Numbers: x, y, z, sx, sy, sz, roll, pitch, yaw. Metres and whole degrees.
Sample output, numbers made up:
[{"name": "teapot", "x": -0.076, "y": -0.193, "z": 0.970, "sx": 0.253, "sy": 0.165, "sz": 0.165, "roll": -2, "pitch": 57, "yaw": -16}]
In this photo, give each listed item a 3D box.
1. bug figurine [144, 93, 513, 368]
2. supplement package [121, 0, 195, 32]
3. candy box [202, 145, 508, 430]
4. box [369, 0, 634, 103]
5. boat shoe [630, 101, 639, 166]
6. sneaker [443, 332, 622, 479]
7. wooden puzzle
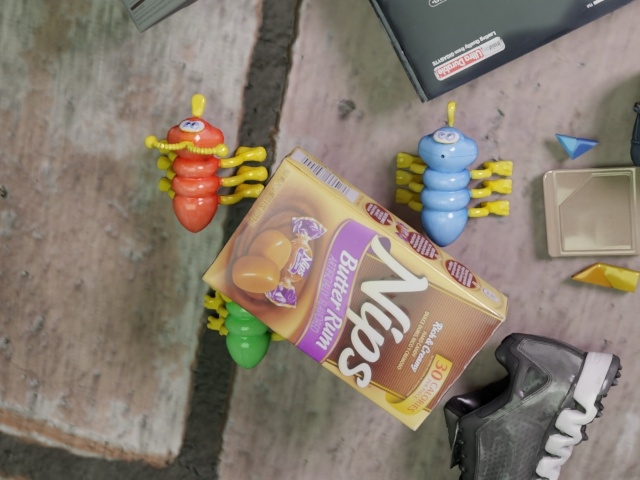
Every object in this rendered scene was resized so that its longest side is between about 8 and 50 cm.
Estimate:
[{"name": "bug figurine", "x": 0.000, "y": 0.000, "z": 0.984, "sx": 0.279, "sy": 0.072, "sz": 0.216, "roll": 3, "pitch": 111, "yaw": 14}, {"name": "supplement package", "x": -0.110, "y": -0.281, "z": 0.847, "sx": 0.134, "sy": 0.139, "sz": 0.244, "roll": -34, "pitch": 101, "yaw": -19}, {"name": "candy box", "x": 0.025, "y": 0.033, "z": 0.921, "sx": 0.187, "sy": 0.053, "sz": 0.109, "roll": 35, "pitch": 109, "yaw": -1}, {"name": "box", "x": 0.127, "y": -0.217, "z": 0.877, "sx": 0.220, "sy": 0.051, "sz": 0.175, "roll": -24, "pitch": 101, "yaw": 22}, {"name": "boat shoe", "x": 0.330, "y": -0.059, "z": 0.855, "sx": 0.254, "sy": 0.095, "sz": 0.079, "roll": 10, "pitch": 111, "yaw": 13}, {"name": "sneaker", "x": 0.135, "y": 0.167, "z": 1.009, "sx": 0.106, "sy": 0.078, "sz": 0.234, "roll": 26, "pitch": 111, "yaw": 8}, {"name": "wooden puzzle", "x": 0.199, "y": -0.020, "z": 0.953, "sx": 0.078, "sy": 0.014, "sz": 0.116, "roll": 3, "pitch": 111, "yaw": 10}]
